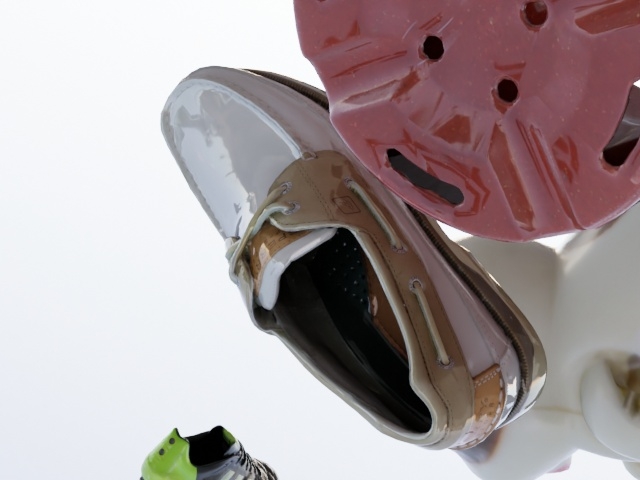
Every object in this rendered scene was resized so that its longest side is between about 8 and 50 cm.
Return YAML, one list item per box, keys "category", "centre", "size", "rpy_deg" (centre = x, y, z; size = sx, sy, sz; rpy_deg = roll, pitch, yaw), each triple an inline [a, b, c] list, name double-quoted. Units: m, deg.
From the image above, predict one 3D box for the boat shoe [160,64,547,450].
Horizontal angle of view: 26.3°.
- category: "boat shoe"
  centre: [0.000, 0.000, 0.815]
  size: [0.302, 0.113, 0.103]
  rpy_deg: [43, -149, 21]

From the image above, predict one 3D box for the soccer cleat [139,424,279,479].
- category: "soccer cleat"
  centre: [-0.087, 0.205, 1.246]
  size: [0.179, 0.072, 0.060]
  rpy_deg: [17, -156, -53]

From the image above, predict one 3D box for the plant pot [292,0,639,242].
- category: "plant pot"
  centre: [0.141, -0.141, 0.682]
  size: [0.272, 0.272, 0.265]
  rpy_deg: [32, -139, 22]

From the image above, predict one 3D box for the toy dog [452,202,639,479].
- category: "toy dog"
  centre: [0.244, 0.060, 1.090]
  size: [0.395, 0.408, 0.284]
  rpy_deg: [61, -162, -21]
